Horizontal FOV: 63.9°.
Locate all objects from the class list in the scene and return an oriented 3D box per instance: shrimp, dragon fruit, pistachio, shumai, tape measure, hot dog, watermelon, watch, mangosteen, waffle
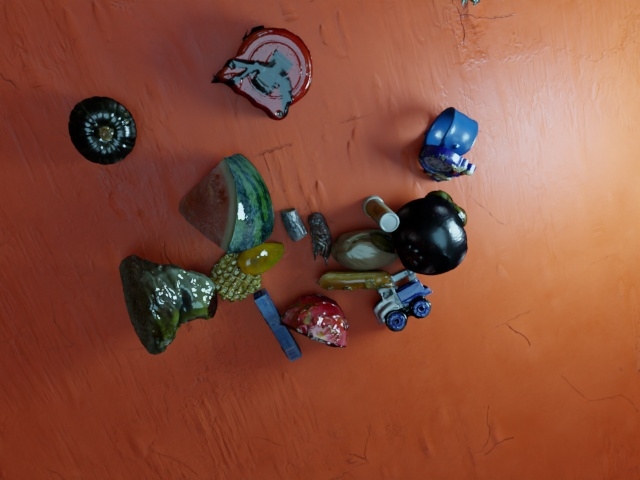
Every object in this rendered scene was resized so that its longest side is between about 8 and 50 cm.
[{"bbox_3d":[0.001,-0.001,1.709,0.073,0.075,0.190,-13,107,2],"label":"shrimp"},{"bbox_3d":[-0.003,0.269,1.739,0.262,0.163,0.189,17,62,-27],"label":"dragon fruit"},{"bbox_3d":[0.153,0.033,1.716,0.238,0.153,0.137,-5,66,-10],"label":"pistachio"},{"bbox_3d":[-0.470,0.174,1.643,0.264,0.304,0.309,-15,147,-33],"label":"shumai"},{"bbox_3d":[-0.152,-0.502,1.519,0.253,0.114,0.260,35,99,-17],"label":"tape measure"},{"bbox_3d":[0.118,0.135,1.735,0.270,0.109,0.072,0,93,4],"label":"hot dog"},{"bbox_3d":[-0.292,-0.104,1.550,0.293,0.250,0.282,-17,103,-6],"label":"watermelon"},{"bbox_3d":[0.406,-0.309,1.634,0.171,0.196,0.200,26,80,-24],"label":"watch"},{"bbox_3d":[0.364,-0.027,1.684,0.233,0.287,0.287,-24,111,29],"label":"mangosteen"},{"bbox_3d":[-0.281,0.120,1.722,0.191,0.038,0.191,-3,105,-9],"label":"waffle"}]

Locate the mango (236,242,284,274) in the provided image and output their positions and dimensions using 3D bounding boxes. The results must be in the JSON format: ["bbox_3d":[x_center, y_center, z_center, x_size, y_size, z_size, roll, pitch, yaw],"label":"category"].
[{"bbox_3d":[-0.195,0.056,1.681,0.188,0.066,0.101,-20,102,-32],"label":"mango"}]

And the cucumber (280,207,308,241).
[{"bbox_3d":[-0.089,-0.055,1.691,0.064,0.064,0.111,-26,106,0],"label":"cucumber"}]

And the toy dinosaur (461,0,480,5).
[{"bbox_3d":[0.391,-0.830,1.524,0.120,0.079,0.292,-34,105,1],"label":"toy dinosaur"}]

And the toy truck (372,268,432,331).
[{"bbox_3d":[0.278,0.205,1.785,0.213,0.161,0.176,-29,88,1],"label":"toy truck"}]

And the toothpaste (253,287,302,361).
[{"bbox_3d":[-0.146,0.294,1.780,0.053,0.066,0.272,-28,109,1],"label":"toothpaste"}]

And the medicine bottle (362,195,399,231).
[{"bbox_3d":[0.192,-0.085,1.638,0.074,0.218,0.073,-2,108,-8],"label":"medicine bottle"}]

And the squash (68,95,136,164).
[{"bbox_3d":[-0.630,-0.316,1.486,0.193,0.155,0.193,-8,132,-9],"label":"squash"}]
